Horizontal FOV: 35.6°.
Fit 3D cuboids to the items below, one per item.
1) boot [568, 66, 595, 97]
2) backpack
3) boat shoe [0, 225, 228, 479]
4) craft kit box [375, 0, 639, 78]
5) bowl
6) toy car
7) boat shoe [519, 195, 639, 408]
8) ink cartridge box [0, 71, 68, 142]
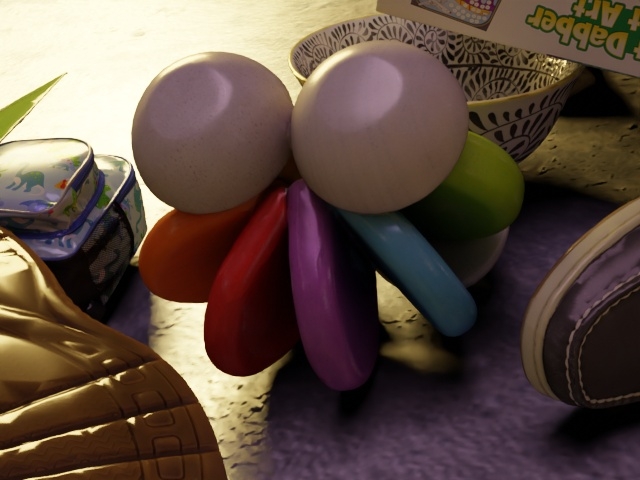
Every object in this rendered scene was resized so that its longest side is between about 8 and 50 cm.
[{"bbox_3d":[0.136,-0.129,0.705,0.106,0.037,0.114,-6,36,15],"label":"boot"},{"bbox_3d":[-0.155,-0.011,0.565,0.104,0.084,0.114,0,30,15],"label":"backpack"},{"bbox_3d":[-0.126,0.080,0.416,0.104,0.089,0.285,-4,27,-34],"label":"boat shoe"},{"bbox_3d":[0.193,-0.144,0.580,0.246,0.061,0.250,22,27,20],"label":"craft kit box"},{"bbox_3d":[0.068,-0.074,0.583,0.170,0.080,0.170,-3,28,2],"label":"bowl"},{"bbox_3d":[0.000,0.000,0.458,0.181,0.159,0.136,0,67,20],"label":"toy car"},{"bbox_3d":[0.188,0.014,0.404,0.223,0.080,0.073,-19,26,-20],"label":"boat shoe"},{"bbox_3d":[-0.299,-0.051,0.616,0.188,0.097,0.255,-23,25,25],"label":"ink cartridge box"}]
